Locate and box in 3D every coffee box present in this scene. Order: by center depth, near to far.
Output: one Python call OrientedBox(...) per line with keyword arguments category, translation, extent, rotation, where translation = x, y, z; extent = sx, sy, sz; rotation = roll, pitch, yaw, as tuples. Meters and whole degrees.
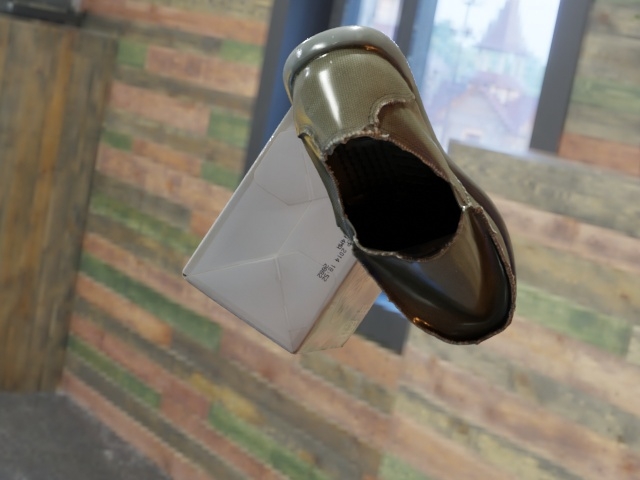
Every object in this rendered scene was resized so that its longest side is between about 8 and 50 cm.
OrientedBox(category="coffee box", translation=(0.000, 0.000, 1.136), extent=(0.118, 0.168, 0.297), rotation=(34, 1, 9))

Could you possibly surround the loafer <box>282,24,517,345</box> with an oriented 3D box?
OrientedBox(category="loafer", translation=(0.049, -0.009, 0.752), extent=(0.094, 0.251, 0.087), rotation=(-22, 42, 18))
